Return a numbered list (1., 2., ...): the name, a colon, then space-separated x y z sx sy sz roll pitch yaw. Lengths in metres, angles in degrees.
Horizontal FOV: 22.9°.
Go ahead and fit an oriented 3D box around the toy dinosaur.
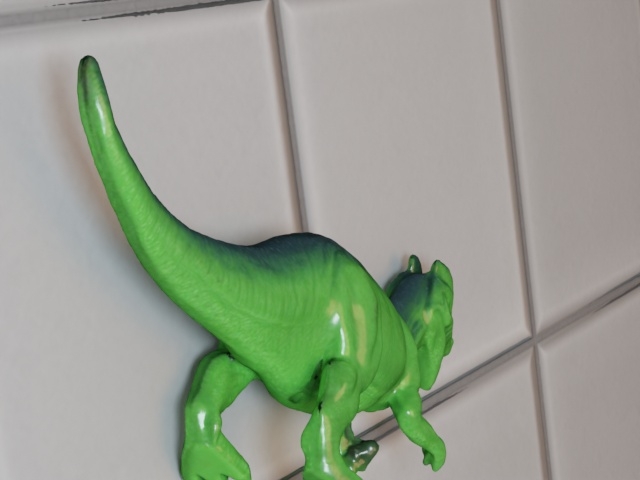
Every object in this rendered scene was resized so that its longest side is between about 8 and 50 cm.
1. toy dinosaur: 0.000 0.000 1.223 0.374 0.144 0.500 -57 138 -47
